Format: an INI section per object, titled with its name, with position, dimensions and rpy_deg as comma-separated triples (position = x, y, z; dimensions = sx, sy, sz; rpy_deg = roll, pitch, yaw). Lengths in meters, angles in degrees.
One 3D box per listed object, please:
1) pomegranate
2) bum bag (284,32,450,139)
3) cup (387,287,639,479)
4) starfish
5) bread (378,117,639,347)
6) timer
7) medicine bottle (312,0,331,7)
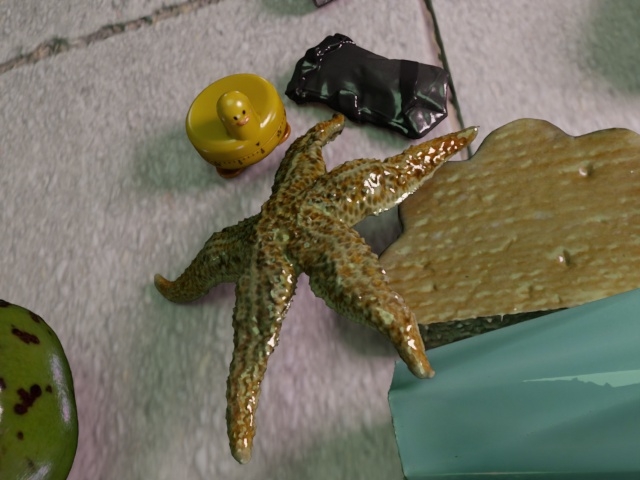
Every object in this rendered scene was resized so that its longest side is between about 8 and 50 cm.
[pomegranate]
position = -0.321, 0.154, 0.671
dimensions = 0.254, 0.270, 0.254
rpy_deg = 3, 72, -8
[bum bag]
position = 0.048, -0.166, 0.866
dimensions = 0.197, 0.049, 0.087
rpy_deg = 25, 75, 31
[cup]
position = 0.174, 0.113, 0.592
dimensions = 0.235, 0.148, 0.134
rpy_deg = -15, 71, 18
[starfish]
position = 0.000, -0.001, 0.702
dimensions = 0.347, 0.078, 0.357
rpy_deg = -43, 34, -13
[bread]
position = 0.184, -0.013, 0.709
dimensions = 0.286, 0.056, 0.207
rpy_deg = -5, 58, 19
[timer]
position = -0.090, -0.129, 0.855
dimensions = 0.107, 0.109, 0.107
rpy_deg = -10, 55, 15
[medicine bottle]
position = 0.071, -0.343, 0.967
dimensions = 0.199, 0.058, 0.058
rpy_deg = -27, 53, 3
